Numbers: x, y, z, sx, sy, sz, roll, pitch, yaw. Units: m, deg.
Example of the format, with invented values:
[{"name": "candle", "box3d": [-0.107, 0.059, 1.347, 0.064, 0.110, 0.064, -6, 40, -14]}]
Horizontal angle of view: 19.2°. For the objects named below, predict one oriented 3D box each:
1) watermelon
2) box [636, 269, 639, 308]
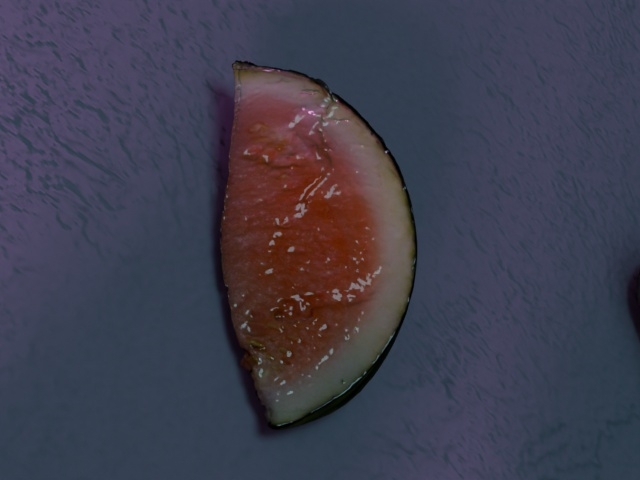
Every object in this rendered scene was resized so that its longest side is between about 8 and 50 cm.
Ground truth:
[{"name": "watermelon", "box3d": [-0.004, 0.003, 1.103, 0.119, 0.063, 0.245, 5, 60, -19]}, {"name": "box", "box3d": [0.434, 0.165, 1.343, 0.396, 0.111, 0.396, 3, 60, -40]}]
